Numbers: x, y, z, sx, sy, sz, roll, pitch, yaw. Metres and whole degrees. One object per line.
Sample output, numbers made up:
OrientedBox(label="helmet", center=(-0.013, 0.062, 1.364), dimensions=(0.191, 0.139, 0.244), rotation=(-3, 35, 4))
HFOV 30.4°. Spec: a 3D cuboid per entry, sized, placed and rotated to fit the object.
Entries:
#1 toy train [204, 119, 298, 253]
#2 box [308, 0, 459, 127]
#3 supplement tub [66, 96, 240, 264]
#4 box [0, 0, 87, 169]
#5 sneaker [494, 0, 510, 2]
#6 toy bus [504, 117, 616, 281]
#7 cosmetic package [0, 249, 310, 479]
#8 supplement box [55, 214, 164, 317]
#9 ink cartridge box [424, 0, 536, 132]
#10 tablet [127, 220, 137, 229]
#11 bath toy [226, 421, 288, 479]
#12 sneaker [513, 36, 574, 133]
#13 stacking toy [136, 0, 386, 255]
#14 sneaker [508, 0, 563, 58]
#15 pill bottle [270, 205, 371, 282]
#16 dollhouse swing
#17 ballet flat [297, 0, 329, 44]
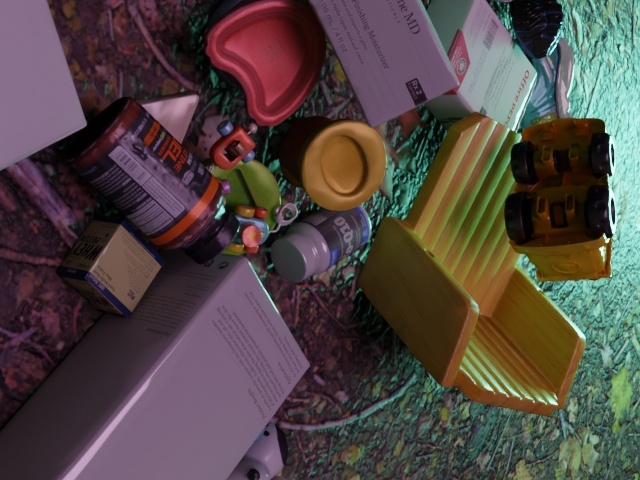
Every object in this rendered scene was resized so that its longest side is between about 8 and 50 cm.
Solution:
OrientedBox(label="toy train", center=(-0.093, -0.056, 1.422), dimensions=(0.125, 0.046, 0.166), rotation=(-39, 121, -7))
OrientedBox(label="box", center=(0.079, -0.248, 1.439), dimensions=(0.181, 0.119, 0.182), rotation=(63, 9, -6))
OrientedBox(label="supplement tub", center=(-0.182, -0.062, 1.327), dimensions=(0.198, 0.106, 0.106), rotation=(45, 62, -22))
OrientedBox(label="box", center=(-0.379, -0.232, 1.030), dimensions=(0.168, 0.215, 0.345), rotation=(-35, 121, -41))
OrientedBox(label="sneaker", center=(0.293, -0.510, 1.843), dimensions=(0.235, 0.094, 0.153), rotation=(-60, 144, -9))
OrientedBox(label="toy bus", center=(0.375, -0.041, 1.743), dimensions=(0.211, 0.149, 0.220), rotation=(50, 42, -50))
OrientedBox(label="cosmetic package", center=(-0.196, 0.200, 1.352), dimensions=(0.365, 0.155, 0.197), rotation=(-50, 129, -31))
OrientedBox(label="supplement box", center=(-0.240, 0.030, 1.349), dimensions=(0.083, 0.056, 0.083), rotation=(51, 59, -40))
OrientedBox(label="ink cartridge box", center=(0.233, -0.257, 1.817), dimensions=(0.218, 0.092, 0.158), rotation=(41, 66, -43))
OrientedBox(label="tablet", center=(-0.226, -0.059, 1.390), dimensions=(0.054, 0.006, 0.083), rotation=(-57, 134, -27))
OrientedBox(label="bath toy", center=(-0.065, 0.356, 1.546), dimensions=(0.151, 0.129, 0.348), rotation=(-44, 127, -36))
OrientedBox(label="sneaker", center=(0.356, -0.212, 1.981), dimensions=(0.110, 0.107, 0.275), rotation=(-4, 95, -29))
OrientedBox(label="stacking toy", center=(-0.095, -0.147, 1.489), dimensions=(0.279, 0.130, 0.309), rotation=(-32, 119, -11))
OrientedBox(label="sneaker", center=(0.346, -0.349, 1.886), dimensions=(0.221, 0.083, 0.087), rotation=(-84, 164, -51))
OrientedBox(label="pill bottle", center=(0.000, 0.000, 1.601), dimensions=(0.137, 0.078, 0.078), rotation=(-33, 119, -41))
OrientedBox(label="dollhouse swing", center=(0.289, 0.037, 1.764), dimensions=(0.347, 0.315, 0.305), rotation=(20, 114, -48))
OrientedBox(label="ballet flat", center=(0.035, -0.363, 1.587), dimensions=(0.091, 0.077, 0.241), rotation=(33, 71, -46))
